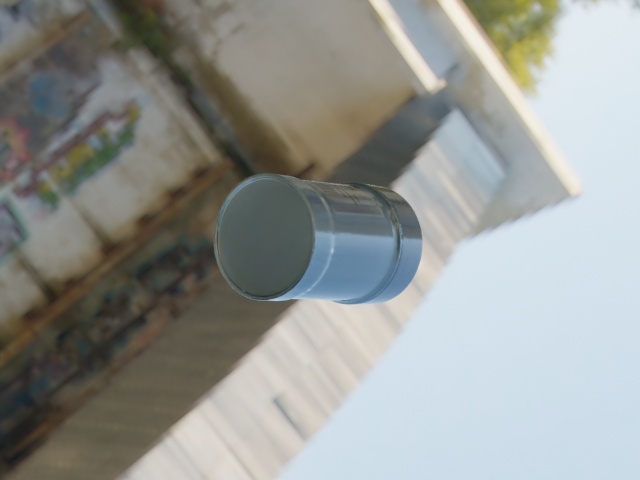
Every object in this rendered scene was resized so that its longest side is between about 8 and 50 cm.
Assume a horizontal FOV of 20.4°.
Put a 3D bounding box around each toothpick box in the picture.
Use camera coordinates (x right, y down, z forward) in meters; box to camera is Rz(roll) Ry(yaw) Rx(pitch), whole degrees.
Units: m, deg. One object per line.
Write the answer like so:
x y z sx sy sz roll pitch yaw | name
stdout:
0.000 0.000 1.423 0.101 0.101 0.153 -32 159 30 | toothpick box
